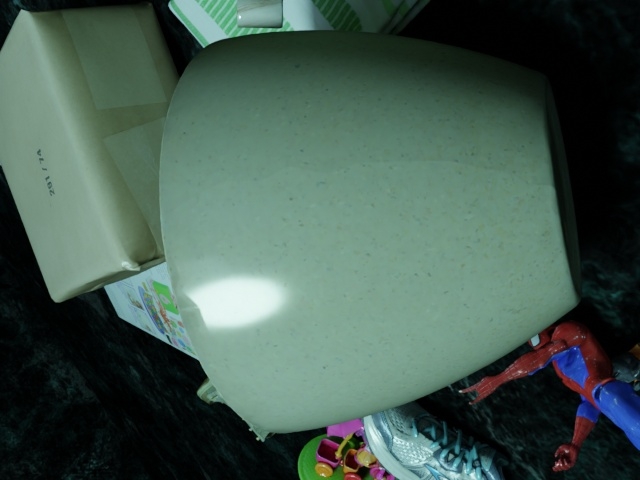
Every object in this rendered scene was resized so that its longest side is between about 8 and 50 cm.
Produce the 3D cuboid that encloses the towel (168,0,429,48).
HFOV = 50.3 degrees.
[{"bbox_3d":[-0.034,-0.249,0.654,0.248,0.038,0.325,51,148,3],"label":"towel"}]

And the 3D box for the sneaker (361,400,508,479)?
[{"bbox_3d":[0.173,0.280,0.877,0.283,0.110,0.122,49,130,0],"label":"sneaker"}]

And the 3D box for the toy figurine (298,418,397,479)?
[{"bbox_3d":[0.060,0.311,1.029,0.173,0.130,0.159,19,130,9],"label":"toy figurine"}]

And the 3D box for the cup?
[{"bbox_3d":[0.070,-0.020,0.537,0.237,0.331,0.331,-8,119,24],"label":"cup"}]

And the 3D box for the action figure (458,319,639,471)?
[{"bbox_3d":[0.228,0.165,0.569,0.091,0.139,0.280,49,-174,-29],"label":"action figure"}]

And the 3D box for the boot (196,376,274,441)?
[{"bbox_3d":[-0.148,0.312,1.304,0.165,0.077,0.213,45,146,6],"label":"boot"}]

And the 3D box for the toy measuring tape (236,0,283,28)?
[{"bbox_3d":[-0.046,-0.317,0.451,0.121,0.121,0.330,11,105,46],"label":"toy measuring tape"}]

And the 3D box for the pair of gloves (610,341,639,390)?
[{"bbox_3d":[0.307,0.136,0.632,0.083,0.010,0.074,40,146,19],"label":"pair of gloves"}]

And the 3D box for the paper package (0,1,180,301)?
[{"bbox_3d":[-0.300,-0.105,0.915,0.309,0.168,0.325,-19,92,51],"label":"paper package"}]

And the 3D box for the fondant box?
[{"bbox_3d":[-0.284,0.064,1.210,0.330,0.096,0.238,17,133,43],"label":"fondant box"}]
